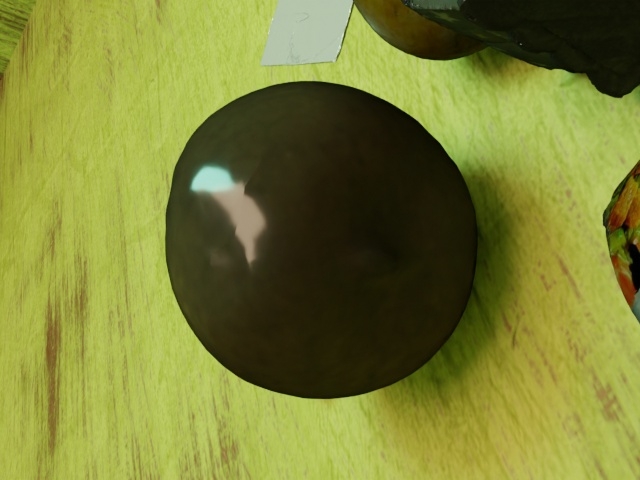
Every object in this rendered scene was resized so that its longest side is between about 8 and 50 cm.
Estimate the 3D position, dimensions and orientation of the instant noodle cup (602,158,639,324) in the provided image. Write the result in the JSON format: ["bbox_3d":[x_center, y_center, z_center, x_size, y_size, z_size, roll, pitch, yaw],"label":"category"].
[{"bbox_3d":[0.278,-0.017,0.459,0.190,0.251,0.251,125,146,-45],"label":"instant noodle cup"}]

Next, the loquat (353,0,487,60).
[{"bbox_3d":[0.109,-0.277,0.901,0.179,0.179,0.227,-53,45,30],"label":"loquat"}]

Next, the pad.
[{"bbox_3d":[-0.015,-0.317,1.284,0.232,0.004,0.156,16,90,59],"label":"pad"}]

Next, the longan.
[{"bbox_3d":[-0.004,-0.001,0.836,0.297,0.297,0.297,-32,50,48],"label":"longan"}]

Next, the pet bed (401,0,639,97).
[{"bbox_3d":[0.192,-0.222,0.702,0.159,0.211,0.183,31,102,55],"label":"pet bed"}]
